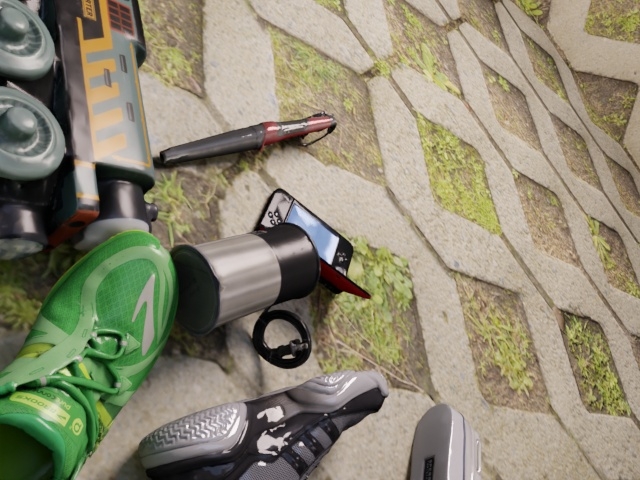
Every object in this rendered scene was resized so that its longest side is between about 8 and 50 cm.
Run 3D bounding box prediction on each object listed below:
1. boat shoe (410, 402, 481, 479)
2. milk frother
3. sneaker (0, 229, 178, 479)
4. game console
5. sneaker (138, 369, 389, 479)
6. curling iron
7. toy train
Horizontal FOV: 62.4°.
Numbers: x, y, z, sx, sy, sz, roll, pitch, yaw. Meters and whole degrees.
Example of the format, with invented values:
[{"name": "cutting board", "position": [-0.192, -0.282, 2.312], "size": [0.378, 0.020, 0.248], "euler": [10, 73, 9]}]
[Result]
[{"name": "boat shoe", "position": [0.150, 0.319, 0.609], "size": [0.084, 0.095, 0.258], "euler": [38, 48, -15]}, {"name": "milk frother", "position": [-0.072, 0.069, 0.522], "size": [0.134, 0.129, 0.143], "euler": [-15, 73, -48]}, {"name": "sneaker", "position": [-0.184, 0.116, 0.377], "size": [0.109, 0.123, 0.296], "euler": [42, 55, -23]}, {"name": "game console", "position": [0.000, 0.000, 0.657], "size": [0.144, 0.085, 0.124], "euler": [38, 47, -21]}, {"name": "sneaker", "position": [-0.028, 0.219, 0.503], "size": [0.268, 0.101, 0.153], "euler": [-5, 71, -37]}, {"name": "curling iron", "position": [-0.080, -0.128, 0.682], "size": [0.274, 0.068, 0.035], "euler": [-24, 86, -41]}, {"name": "toy train", "position": [-0.247, -0.140, 0.482], "size": [0.190, 0.142, 0.334], "euler": [6, 63, -51]}]
